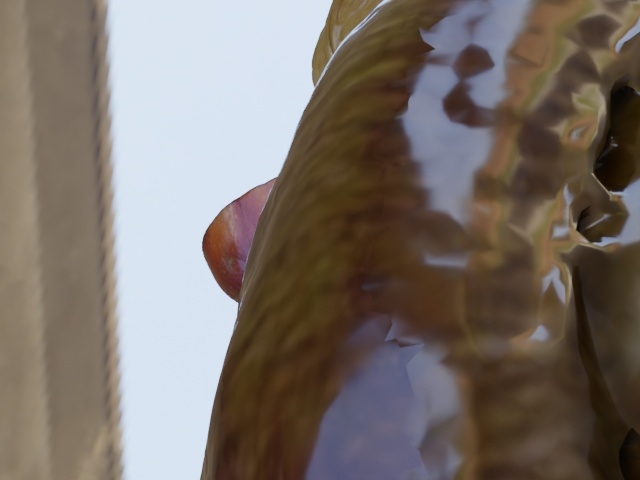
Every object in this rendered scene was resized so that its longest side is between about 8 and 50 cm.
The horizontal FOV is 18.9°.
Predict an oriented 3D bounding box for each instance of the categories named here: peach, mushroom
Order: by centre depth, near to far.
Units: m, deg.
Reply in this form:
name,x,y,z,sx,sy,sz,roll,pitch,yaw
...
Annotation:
name,x,y,z,sx,sy,sz,roll,pitch,yaw
mushroom,0.144,0.043,0.409,0.345,0.345,0.259,-39,-11,-49
peach,0.000,0.004,1.666,0.279,0.189,0.068,118,143,-62

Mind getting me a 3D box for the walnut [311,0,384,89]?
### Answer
name,x,y,z,sx,sy,sz,roll,pitch,yaw
walnut,0.089,-0.203,1.950,0.225,0.193,0.193,-48,-39,-32
